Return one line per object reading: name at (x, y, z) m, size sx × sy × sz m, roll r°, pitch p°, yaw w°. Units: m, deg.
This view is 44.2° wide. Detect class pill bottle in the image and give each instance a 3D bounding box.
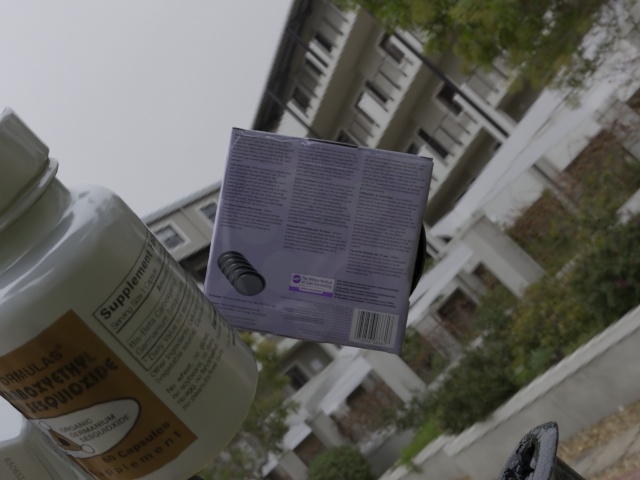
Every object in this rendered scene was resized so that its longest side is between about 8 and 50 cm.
pill bottle at (-0.151, 0.040, 0.480) m, size 0.131 × 0.229 × 0.131 m, roll -27°, pitch 28°, yaw 16°

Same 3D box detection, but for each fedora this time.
fedora at (0.374, 0.472, 1.312) m, size 0.334 × 0.152 × 0.334 m, roll -61°, pitch -8°, yaw -15°

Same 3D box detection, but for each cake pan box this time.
cake pan box at (0.000, 0.000, 0.976) m, size 0.070 × 0.267 × 0.245 m, roll -68°, pitch -14°, yaw -86°

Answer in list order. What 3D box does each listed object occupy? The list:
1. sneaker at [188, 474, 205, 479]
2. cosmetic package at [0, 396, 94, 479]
sneaker at (-0.131, 0.309, 0.612) m, size 0.145 × 0.270 × 0.090 m, roll -5°, pitch 9°, yaw 39°
cosmetic package at (-0.470, 0.270, 1.079) m, size 0.329 × 0.393 × 0.327 m, roll -18°, pitch -52°, yaw -2°
